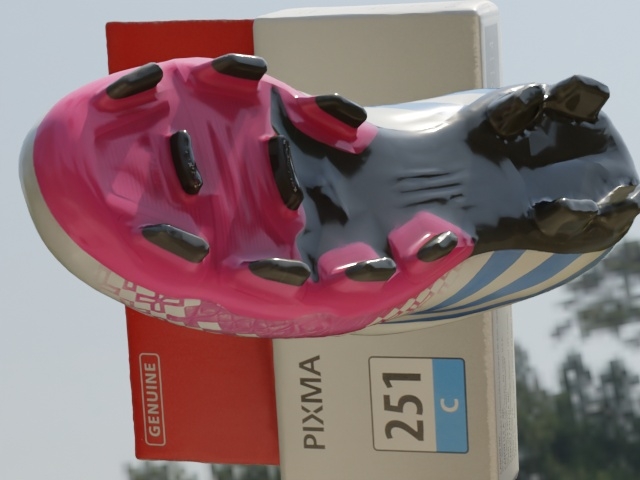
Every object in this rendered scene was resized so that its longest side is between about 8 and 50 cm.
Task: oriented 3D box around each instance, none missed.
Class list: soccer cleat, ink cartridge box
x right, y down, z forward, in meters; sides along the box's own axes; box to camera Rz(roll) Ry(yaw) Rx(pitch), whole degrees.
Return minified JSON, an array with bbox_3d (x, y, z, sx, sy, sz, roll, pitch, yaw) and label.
[{"bbox_3d":[0.000,0.000,0.812,0.331,0.116,0.143,-3,-24,-43],"label":"soccer cleat"},{"bbox_3d":[-0.016,0.008,1.180,0.261,0.296,0.066,0,10,19],"label":"ink cartridge box"}]
